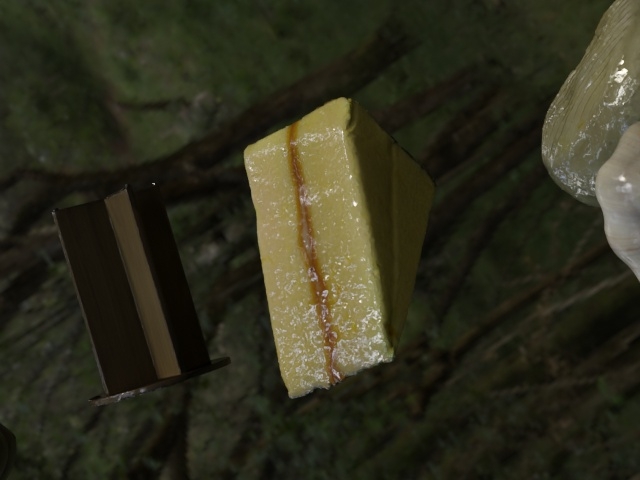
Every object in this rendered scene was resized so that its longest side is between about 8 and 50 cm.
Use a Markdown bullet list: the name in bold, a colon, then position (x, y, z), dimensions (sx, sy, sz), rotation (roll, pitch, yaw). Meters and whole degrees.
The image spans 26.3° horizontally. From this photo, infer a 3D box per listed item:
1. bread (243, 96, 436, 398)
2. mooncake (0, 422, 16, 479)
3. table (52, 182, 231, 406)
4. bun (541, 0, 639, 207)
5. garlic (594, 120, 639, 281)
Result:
- **bread**: position (0.000, 0.004, 1.422), dimensions (0.163, 0.167, 0.264), rotation (43, -140, -26)
- **mooncake**: position (-0.670, 0.408, 2.048), dimensions (0.262, 0.467, 0.467), rotation (35, 179, -3)
- **table**: position (-0.213, 0.056, 1.559), dimensions (0.167, 0.167, 0.227), rotation (150, 104, -88)
- **bun**: position (0.451, -0.189, 1.898), dimensions (0.234, 0.326, 0.362), rotation (33, -176, 2)
- **garlic**: position (0.343, -0.047, 1.322), dimensions (0.199, 0.199, 0.226), rotation (57, 180, -14)
